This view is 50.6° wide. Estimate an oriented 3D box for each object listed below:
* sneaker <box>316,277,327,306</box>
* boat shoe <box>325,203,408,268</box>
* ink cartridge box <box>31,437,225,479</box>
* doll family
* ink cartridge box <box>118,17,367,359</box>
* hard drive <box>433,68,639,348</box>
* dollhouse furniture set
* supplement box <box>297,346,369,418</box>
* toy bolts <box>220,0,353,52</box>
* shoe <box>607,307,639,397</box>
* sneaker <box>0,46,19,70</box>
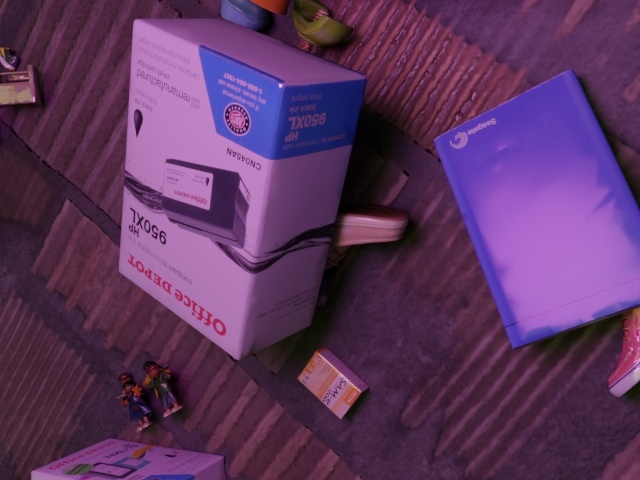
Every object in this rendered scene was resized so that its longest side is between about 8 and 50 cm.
[{"bbox_3d":[-0.048,0.070,1.112,0.135,0.052,0.058,11,87,18],"label":"sneaker"},{"bbox_3d":[0.000,0.000,1.053,0.303,0.109,0.098,-3,98,32],"label":"boat shoe"},{"bbox_3d":[-0.330,0.482,1.178,0.270,0.198,0.197,0,92,26],"label":"ink cartridge box"},{"bbox_3d":[-0.318,0.277,1.235,0.193,0.076,0.111,-32,83,27],"label":"doll family"},{"bbox_3d":[-0.128,-0.078,0.952,0.286,0.166,0.394,30,122,31],"label":"ink cartridge box"},{"bbox_3d":[0.300,-0.041,0.903,0.210,0.040,0.318,-26,70,25],"label":"hard drive"},{"bbox_3d":[-0.648,-0.268,1.368,0.184,0.129,0.128,-5,90,-3],"label":"dollhouse furniture set"},{"bbox_3d":[0.020,0.228,1.086,0.098,0.036,0.062,39,108,19],"label":"supplement box"},{"bbox_3d":[-0.103,-0.331,1.049,0.228,0.218,0.158,50,119,35],"label":"toy bolts"},{"bbox_3d":[0.413,0.114,0.878,0.081,0.063,0.178,40,103,21],"label":"shoe"},{"bbox_3d":[-0.650,-0.385,1.398,0.083,0.031,0.035,45,96,13],"label":"sneaker"}]
